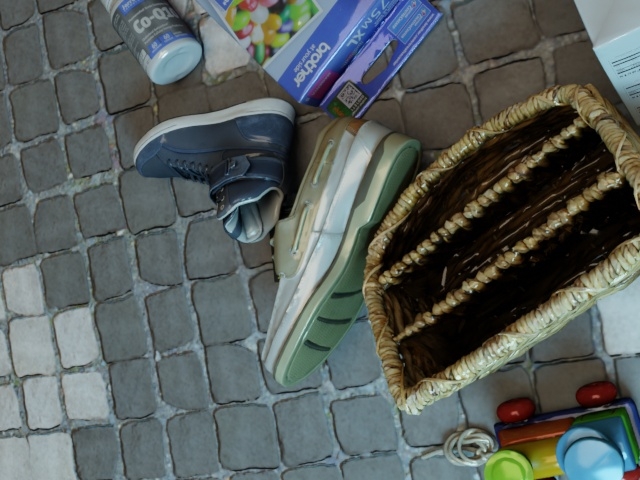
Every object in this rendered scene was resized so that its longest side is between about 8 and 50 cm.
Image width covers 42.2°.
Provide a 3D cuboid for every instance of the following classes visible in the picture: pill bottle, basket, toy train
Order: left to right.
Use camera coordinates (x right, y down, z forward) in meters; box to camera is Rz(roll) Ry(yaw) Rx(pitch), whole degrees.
[{"bbox_3d":[-0.219,-0.274,1.060,0.078,0.078,0.137,-42,75,20],"label":"pill bottle"},{"bbox_3d":[0.174,-0.009,0.795,0.299,0.223,0.213,-40,72,27],"label":"basket"},{"bbox_3d":[0.197,0.225,0.847,0.248,0.143,0.105,-18,84,24],"label":"toy train"}]

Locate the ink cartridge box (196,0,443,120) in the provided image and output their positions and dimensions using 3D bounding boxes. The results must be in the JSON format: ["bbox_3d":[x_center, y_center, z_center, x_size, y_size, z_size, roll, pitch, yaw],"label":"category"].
[{"bbox_3d":[-0.027,-0.296,0.981,0.311,0.065,0.186,46,109,15],"label":"ink cartridge box"}]

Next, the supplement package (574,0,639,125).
[{"bbox_3d":[0.298,-0.242,0.729,0.149,0.203,0.194,-23,69,24],"label":"supplement package"}]

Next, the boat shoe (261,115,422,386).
[{"bbox_3d":[0.003,0.010,0.913,0.103,0.113,0.302,28,96,26],"label":"boat shoe"}]

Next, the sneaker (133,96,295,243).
[{"bbox_3d":[-0.136,-0.070,0.998,0.226,0.086,0.163,-13,62,25],"label":"sneaker"}]

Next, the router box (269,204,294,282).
[{"bbox_3d":[0.000,0.000,0.989,0.122,0.038,0.092,-6,89,26],"label":"router box"}]
